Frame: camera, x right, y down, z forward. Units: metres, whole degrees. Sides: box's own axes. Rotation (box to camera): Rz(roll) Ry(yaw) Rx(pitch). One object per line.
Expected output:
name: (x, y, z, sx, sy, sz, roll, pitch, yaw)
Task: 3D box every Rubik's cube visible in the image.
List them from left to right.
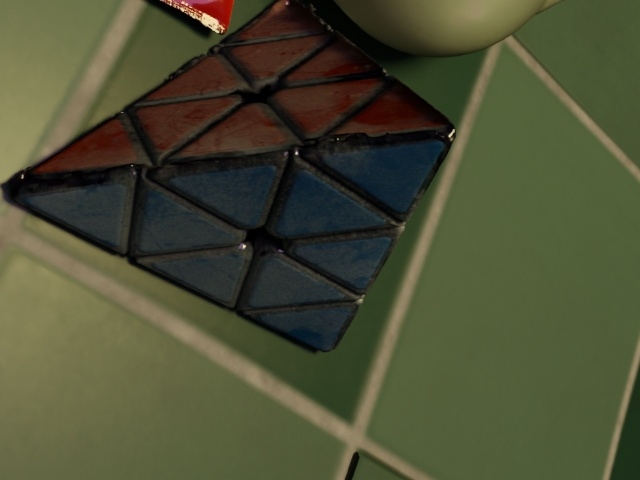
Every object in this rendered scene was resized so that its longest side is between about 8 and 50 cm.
Rubik's cube: (0.000, 0.000, 0.495, 0.211, 0.190, 0.178, -41, 128, -29)

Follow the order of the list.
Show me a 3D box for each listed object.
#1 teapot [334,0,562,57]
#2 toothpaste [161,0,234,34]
teapot: (0.078, -0.274, 0.569, 0.220, 0.149, 0.318, -18, 98, -40)
toothpaste: (-0.053, -0.214, 0.528, 0.071, 0.045, 0.194, 24, 76, -33)
